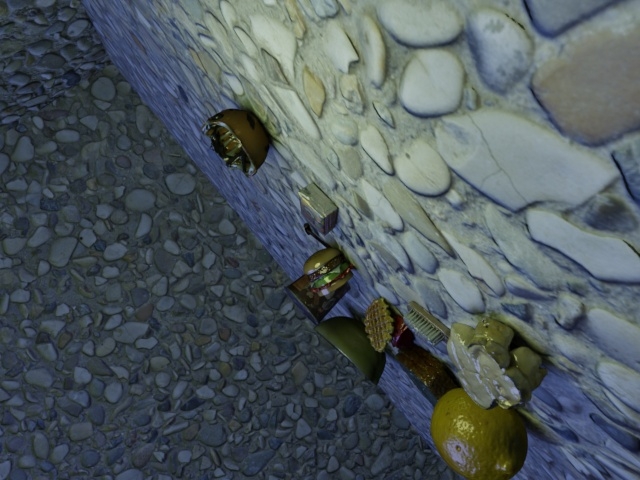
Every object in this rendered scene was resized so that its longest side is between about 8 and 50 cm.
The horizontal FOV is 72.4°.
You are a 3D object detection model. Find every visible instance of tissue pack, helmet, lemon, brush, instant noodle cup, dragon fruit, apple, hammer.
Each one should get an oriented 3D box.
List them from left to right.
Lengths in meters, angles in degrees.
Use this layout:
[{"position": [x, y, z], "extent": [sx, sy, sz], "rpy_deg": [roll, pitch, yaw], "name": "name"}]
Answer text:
[{"position": [-0.222, -0.290, 1.234], "extent": [0.224, 0.130, 0.198], "rpy_deg": [17, 149, 50], "name": "helmet"}, {"position": [-0.008, -0.086, 1.253], "extent": [0.108, 0.060, 0.148], "rpy_deg": [48, 167, 15], "name": "tissue pack"}, {"position": [-0.008, 0.208, 1.808], "extent": [0.217, 0.207, 0.217], "rpy_deg": [46, 168, 13], "name": "instant noodle cup"}, {"position": [0.000, 0.000, 1.585], "extent": [0.178, 0.021, 0.065], "rpy_deg": [41, 164, 34], "name": "hammer"}, {"position": [0.149, 0.532, 2.079], "extent": [0.360, 0.320, 0.311], "rpy_deg": [32, 121, 39], "name": "apple"}, {"position": [0.255, 0.310, 1.489], "extent": [0.106, 0.083, 0.162], "rpy_deg": [45, 171, 37], "name": "dragon fruit"}, {"position": [0.334, 0.275, 1.134], "extent": [0.327, 0.065, 0.070], "rpy_deg": [38, 161, 40], "name": "brush"}, {"position": [0.417, 0.509, 1.144], "extent": [0.253, 0.228, 0.228], "rpy_deg": [24, 152, 53], "name": "lemon"}]

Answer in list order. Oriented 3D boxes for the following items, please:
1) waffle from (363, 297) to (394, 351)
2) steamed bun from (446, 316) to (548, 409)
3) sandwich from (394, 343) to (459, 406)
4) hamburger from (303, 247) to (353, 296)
[{"position": [0.195, 0.285, 1.478], "extent": [0.191, 0.038, 0.191], "rpy_deg": [179, 90, -71], "name": "waffle"}, {"position": [0.345, 0.234, 0.870], "extent": [0.192, 0.106, 0.177], "rpy_deg": [58, 159, 23], "name": "steamed bun"}, {"position": [0.398, 0.509, 1.531], "extent": [0.301, 0.099, 0.271], "rpy_deg": [52, 168, -18], "name": "sandwich"}, {"position": [0.018, 0.099, 1.493], "extent": [0.137, 0.175, 0.175], "rpy_deg": [57, 168, -2], "name": "hamburger"}]
